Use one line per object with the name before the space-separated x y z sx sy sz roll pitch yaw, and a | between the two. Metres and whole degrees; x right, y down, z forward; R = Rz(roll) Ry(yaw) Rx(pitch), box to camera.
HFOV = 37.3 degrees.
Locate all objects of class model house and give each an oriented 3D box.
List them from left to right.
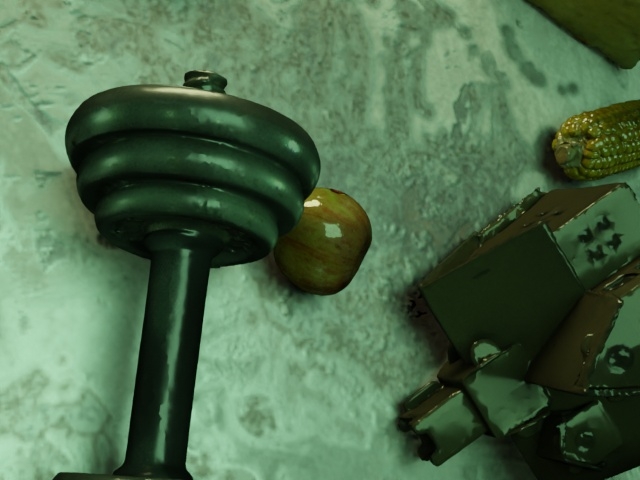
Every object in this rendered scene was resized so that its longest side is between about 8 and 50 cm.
model house | 0.179 0.095 0.750 0.243 0.204 0.211 -33 94 -12

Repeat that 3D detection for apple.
apple | 0.000 0.000 0.742 0.071 0.084 0.084 25 64 13

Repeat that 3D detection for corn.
corn | 0.308 -0.104 0.922 0.207 0.068 0.068 -17 84 -28

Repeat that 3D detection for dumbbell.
dumbbell | -0.098 0.076 0.617 0.179 0.179 0.406 12 71 -22

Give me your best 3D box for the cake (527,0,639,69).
cake | 0.325 -0.361 0.914 0.227 0.222 0.286 32 65 -17
